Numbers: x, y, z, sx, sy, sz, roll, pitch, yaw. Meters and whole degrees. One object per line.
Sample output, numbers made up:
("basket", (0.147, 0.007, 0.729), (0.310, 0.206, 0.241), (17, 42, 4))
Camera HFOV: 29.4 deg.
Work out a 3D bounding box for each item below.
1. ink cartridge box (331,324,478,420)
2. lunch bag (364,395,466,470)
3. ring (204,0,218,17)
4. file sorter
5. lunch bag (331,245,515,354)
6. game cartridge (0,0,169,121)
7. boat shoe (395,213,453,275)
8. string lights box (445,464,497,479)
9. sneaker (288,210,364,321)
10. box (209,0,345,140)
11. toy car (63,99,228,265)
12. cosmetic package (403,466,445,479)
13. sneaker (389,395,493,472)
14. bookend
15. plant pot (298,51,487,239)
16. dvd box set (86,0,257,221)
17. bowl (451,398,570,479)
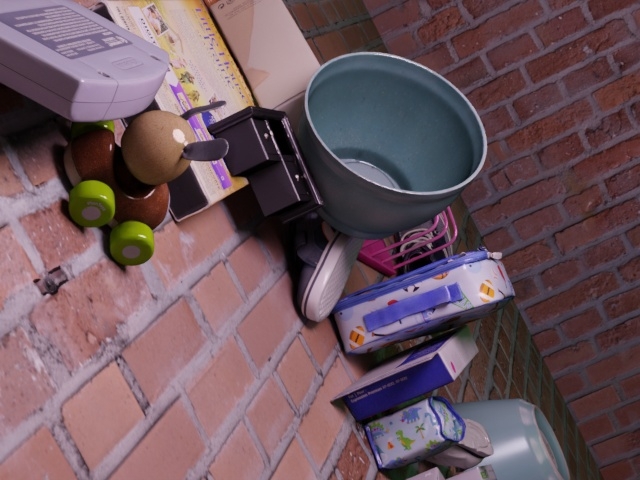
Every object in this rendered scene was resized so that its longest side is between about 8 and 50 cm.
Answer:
("ink cartridge box", (0.148, 0.220, 2.016), (0.069, 0.175, 0.371), (66, 16, 5))
("lunch bag", (0.160, 0.316, 1.994), (0.151, 0.129, 0.096), (31, 37, -62))
("ring", (-0.176, -0.490, 2.349), (0.336, 0.032, 0.336), (57, 17, -28))
("file sorter", (0.134, -0.079, 2.430), (0.290, 0.182, 0.202), (30, 38, -64))
("lunch bag", (0.179, 0.101, 2.066), (0.243, 0.303, 0.115), (6, 64, -70))
("game cartridge", (-0.278, -0.204, 1.341), (0.198, 0.062, 0.297), (33, 17, 2))
("boat shoe", (0.225, 0.019, 2.667), (0.158, 0.127, 0.340), (54, 18, -58))
("string lights box", (0.317, 0.548, 2.236), (0.260, 0.076, 0.133), (68, 15, 14))
("sneaker", (0.000, 0.000, 2.011), (0.126, 0.127, 0.321), (95, 16, -44))
("box", (-0.069, -0.295, 2.089), (0.311, 0.121, 0.148), (64, 2, 42))
("toy car", (-0.183, -0.091, 1.398), (0.149, 0.188, 0.155), (50, 21, -42))
("cosmetic package", (0.195, 0.487, 1.894), (0.238, 0.107, 0.127), (56, 17, -18))
("sneaker", (0.201, 0.350, 2.173), (0.235, 0.095, 0.090), (32, 35, -27))
("bookend", (-0.076, -0.107, 1.764), (0.156, 0.072, 0.157), (67, 16, 5))
("plant pot", (0.090, -0.125, 1.921), (0.196, 0.293, 0.293), (115, -32, -48))
("dvd box set", (-0.193, -0.208, 1.792), (0.308, 0.062, 0.420), (63, 16, -6))
("bowl", (0.406, 0.451, 2.525), (0.311, 0.163, 0.311), (57, 16, -26))
